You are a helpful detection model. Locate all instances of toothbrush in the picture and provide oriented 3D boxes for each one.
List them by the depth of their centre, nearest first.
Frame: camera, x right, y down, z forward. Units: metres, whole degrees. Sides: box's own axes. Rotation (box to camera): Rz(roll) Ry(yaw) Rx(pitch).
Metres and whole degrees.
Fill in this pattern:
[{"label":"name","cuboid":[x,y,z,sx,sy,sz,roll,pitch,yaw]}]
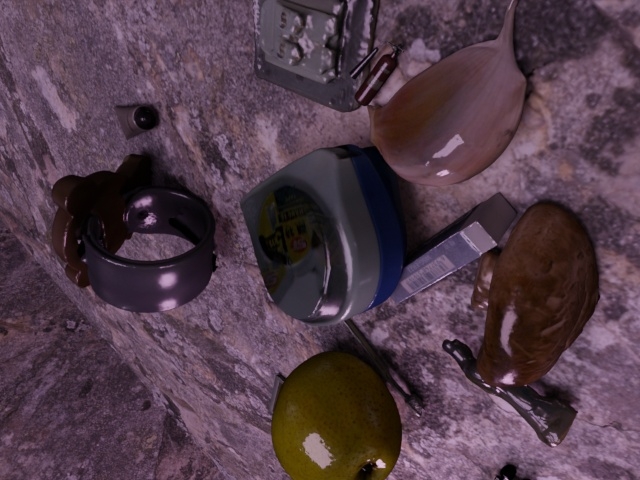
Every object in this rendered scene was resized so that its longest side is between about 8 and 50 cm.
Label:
[{"label":"toothbrush","cuboid":[0.118,0.250,0.945,0.294,0.026,0.028,49,123,3]}]

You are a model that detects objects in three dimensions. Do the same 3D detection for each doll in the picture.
[{"label":"doll","cuboid":[0.365,0.526,0.888,0.096,0.070,0.195,34,133,44]}]

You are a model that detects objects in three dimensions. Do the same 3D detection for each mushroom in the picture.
[{"label":"mushroom","cuboid":[0.262,0.103,0.595,0.156,0.151,0.285,21,132,30]}]

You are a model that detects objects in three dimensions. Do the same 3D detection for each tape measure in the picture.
[{"label":"tape measure","cuboid":[-0.001,-0.002,0.704,0.259,0.138,0.262,-22,79,55]}]

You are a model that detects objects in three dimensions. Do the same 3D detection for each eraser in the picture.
[{"label":"eraser","cuboid":[0.178,0.018,0.656,0.046,0.092,0.212,48,141,2]}]

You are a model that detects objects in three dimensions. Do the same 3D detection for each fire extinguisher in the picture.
[{"label":"fire extinguisher","cuboid":[0.073,-0.233,0.609,0.046,0.032,0.100,47,131,8]}]

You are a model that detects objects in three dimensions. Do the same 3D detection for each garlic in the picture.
[{"label":"garlic","cuboid":[0.174,-0.155,0.542,0.148,0.128,0.267,47,132,-13]}]

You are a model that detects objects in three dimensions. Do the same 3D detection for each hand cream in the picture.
[{"label":"hand cream","cuboid":[-0.440,-0.282,1.063,0.186,0.054,0.087,9,121,48]}]

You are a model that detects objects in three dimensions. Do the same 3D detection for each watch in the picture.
[{"label":"watch","cuboid":[-0.399,-0.015,1.063,0.327,0.335,0.314,23,130,5]}]

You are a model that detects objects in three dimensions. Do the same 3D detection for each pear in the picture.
[{"label":"pear","cuboid":[0.031,0.378,0.931,0.294,0.294,0.294,25,134,29]}]

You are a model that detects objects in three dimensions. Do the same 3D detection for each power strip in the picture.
[{"label":"power strip","cuboid":[-0.029,-0.292,0.641,0.213,0.064,0.198,28,135,26]}]

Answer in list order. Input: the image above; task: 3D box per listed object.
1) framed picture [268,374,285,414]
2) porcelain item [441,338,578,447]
[{"label":"framed picture","cuboid":[-0.030,0.536,1.314,0.296,0.019,0.232,35,138,20]},{"label":"porcelain item","cuboid":[0.291,0.231,0.730,0.216,0.069,0.081,35,172,22]}]
